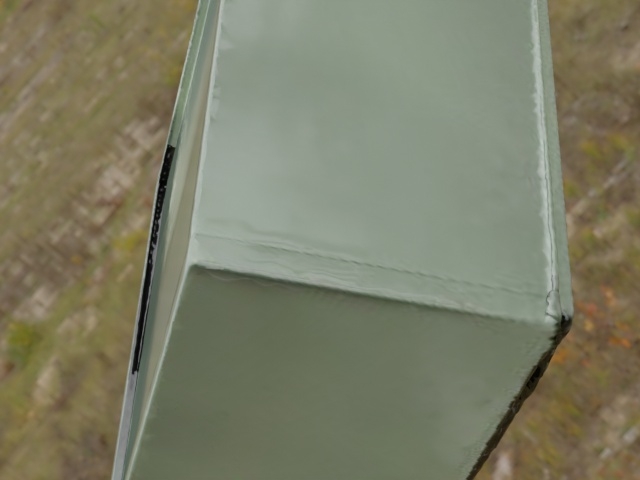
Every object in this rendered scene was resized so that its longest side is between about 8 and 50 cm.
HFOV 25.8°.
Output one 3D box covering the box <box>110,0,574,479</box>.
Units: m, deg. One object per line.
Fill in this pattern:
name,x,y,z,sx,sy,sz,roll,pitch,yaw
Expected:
box,0.000,0.000,0.523,0.225,0.117,0.225,111,166,-49
